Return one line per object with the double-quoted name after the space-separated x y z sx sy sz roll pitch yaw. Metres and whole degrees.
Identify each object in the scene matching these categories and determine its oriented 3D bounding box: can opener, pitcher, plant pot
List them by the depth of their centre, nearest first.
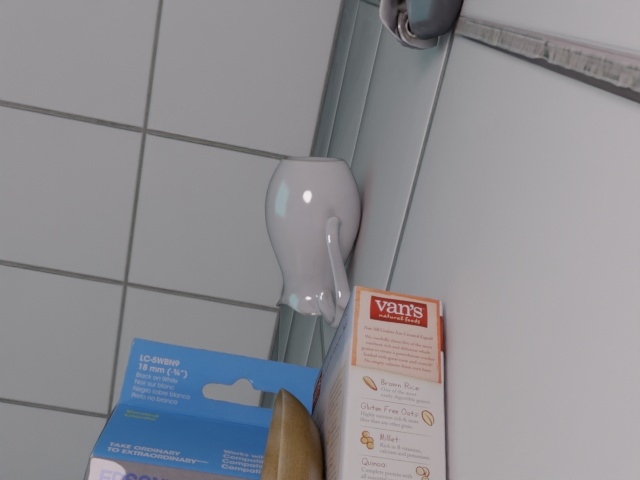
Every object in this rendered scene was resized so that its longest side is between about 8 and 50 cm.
-0.029 0.219 0.482 0.236 0.032 0.236 -171 90 -85 "plant pot"
0.111 -0.309 0.648 0.095 0.076 0.283 2 80 52 "can opener"
0.000 0.000 0.938 0.178 0.125 0.207 -158 67 -64 "pitcher"

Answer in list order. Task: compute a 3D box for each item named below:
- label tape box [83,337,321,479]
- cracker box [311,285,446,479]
-0.092 0.261 0.642 0.106 0.240 0.334 117 162 -72 "label tape box"
0.030 0.169 0.477 0.156 0.067 0.232 107 171 -53 "cracker box"
